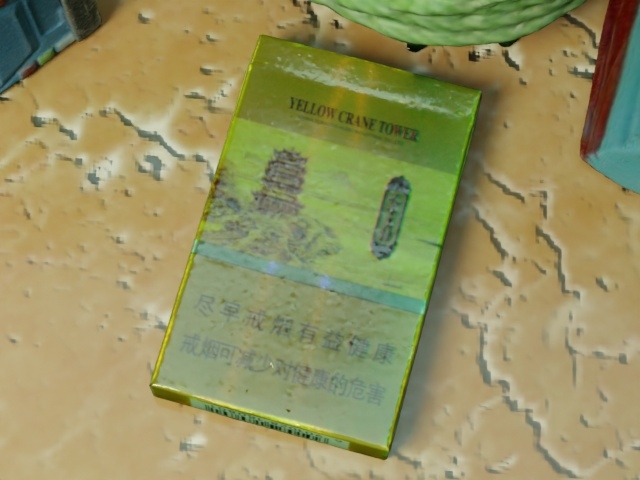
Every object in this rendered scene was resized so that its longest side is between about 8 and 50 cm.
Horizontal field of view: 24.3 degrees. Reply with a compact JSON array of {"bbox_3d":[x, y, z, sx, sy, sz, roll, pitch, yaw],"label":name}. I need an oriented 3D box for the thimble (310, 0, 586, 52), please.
[{"bbox_3d":[0.067,-0.212,0.751,0.218,0.150,0.219,0,74,-1],"label":"thimble"}]

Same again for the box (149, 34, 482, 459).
[{"bbox_3d":[0.000,0.000,0.747,0.121,0.030,0.193,15,73,3],"label":"box"}]

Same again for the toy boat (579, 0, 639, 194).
[{"bbox_3d":[0.255,-0.197,0.797,0.136,0.079,0.392,25,77,4],"label":"toy boat"}]

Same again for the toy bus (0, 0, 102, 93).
[{"bbox_3d":[-0.229,-0.180,0.751,0.133,0.116,0.234,-40,80,-9],"label":"toy bus"}]
